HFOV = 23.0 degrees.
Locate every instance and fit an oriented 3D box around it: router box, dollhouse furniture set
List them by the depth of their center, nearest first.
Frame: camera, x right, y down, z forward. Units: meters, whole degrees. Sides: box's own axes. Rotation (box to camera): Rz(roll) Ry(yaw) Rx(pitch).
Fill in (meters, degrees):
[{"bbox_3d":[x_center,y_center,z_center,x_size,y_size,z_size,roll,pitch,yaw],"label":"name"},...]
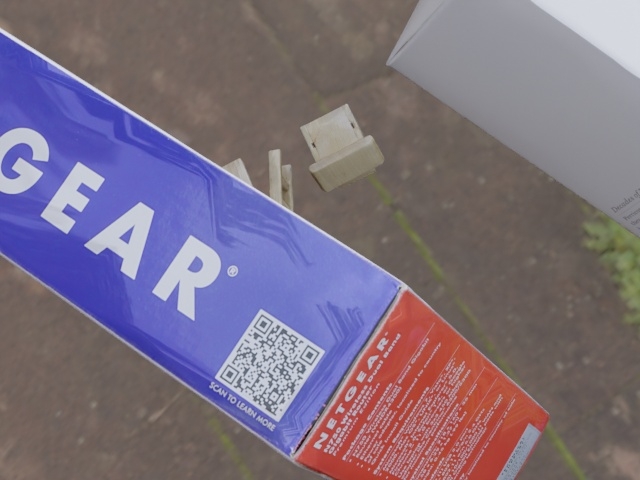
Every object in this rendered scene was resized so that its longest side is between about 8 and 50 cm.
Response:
[{"bbox_3d":[-0.070,0.008,0.784,0.335,0.301,0.082,32,87,25],"label":"router box"},{"bbox_3d":[0.000,0.000,1.303,0.101,0.161,0.182,66,6,29],"label":"dollhouse furniture set"}]

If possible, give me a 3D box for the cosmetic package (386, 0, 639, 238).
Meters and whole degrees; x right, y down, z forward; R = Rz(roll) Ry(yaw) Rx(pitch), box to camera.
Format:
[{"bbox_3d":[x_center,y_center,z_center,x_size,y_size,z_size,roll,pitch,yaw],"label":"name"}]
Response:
[{"bbox_3d":[0.261,-0.134,1.219,0.365,0.155,0.197,34,55,-7],"label":"cosmetic package"}]
